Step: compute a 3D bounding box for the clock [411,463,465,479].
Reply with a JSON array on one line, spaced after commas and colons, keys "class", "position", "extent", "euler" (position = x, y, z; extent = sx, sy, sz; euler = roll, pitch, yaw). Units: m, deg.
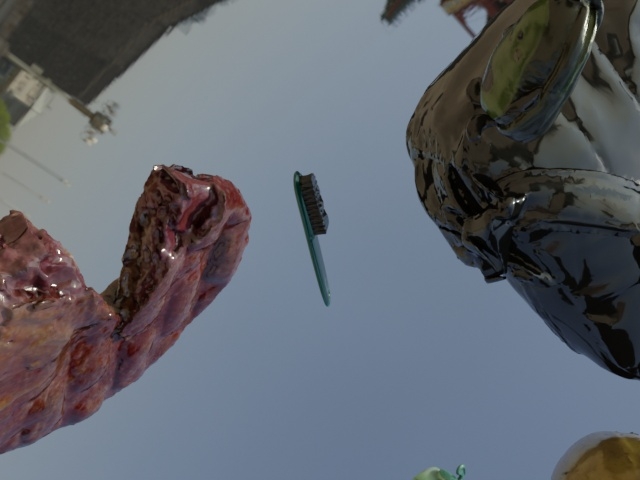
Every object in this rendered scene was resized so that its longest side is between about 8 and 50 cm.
[{"class": "clock", "position": [0.194, 0.484, 1.233], "extent": [0.060, 0.188, 0.148], "euler": [36, -50, 39]}]

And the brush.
[{"class": "brush", "position": [0.000, 0.000, 0.862], "extent": [0.032, 0.194, 0.043], "euler": [-9, -155, 13]}]

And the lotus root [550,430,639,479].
[{"class": "lotus root", "position": [0.337, 0.288, 0.710], "extent": [0.182, 0.310, 0.183], "euler": [-5, -107, 16]}]

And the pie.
[{"class": "pie", "position": [-0.138, 0.042, 0.399], "extent": [0.218, 0.054, 0.204], "euler": [-22, 152, -55]}]

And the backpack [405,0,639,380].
[{"class": "backpack", "position": [0.322, -0.052, 0.751], "extent": [0.363, 0.446, 0.254], "euler": [-47, -159, -10]}]

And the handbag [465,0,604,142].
[{"class": "handbag", "position": [0.127, -0.106, 0.395], "extent": [0.111, 0.047, 0.072], "euler": [115, -15, -57]}]
